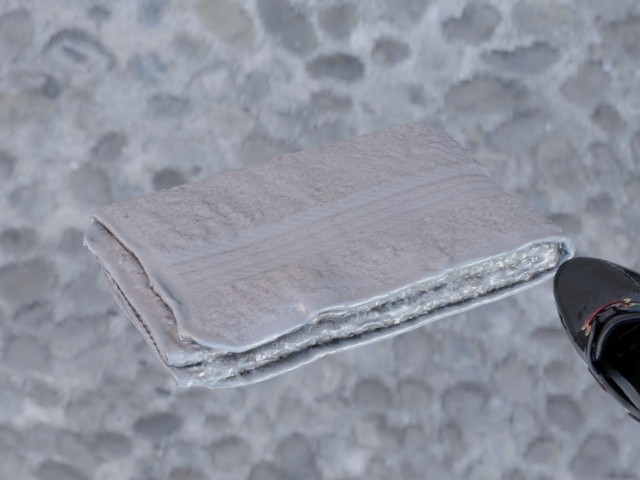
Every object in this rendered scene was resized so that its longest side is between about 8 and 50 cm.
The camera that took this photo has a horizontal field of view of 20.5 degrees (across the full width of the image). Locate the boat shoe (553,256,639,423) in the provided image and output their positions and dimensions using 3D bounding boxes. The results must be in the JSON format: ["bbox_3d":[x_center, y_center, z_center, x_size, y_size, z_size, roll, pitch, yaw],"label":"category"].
[{"bbox_3d":[0.131,0.041,0.726,0.049,0.133,0.042,-39,126,5],"label":"boat shoe"}]

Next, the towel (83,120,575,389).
[{"bbox_3d":[0.000,0.000,1.160,0.282,0.187,0.049,-18,128,-21],"label":"towel"}]
